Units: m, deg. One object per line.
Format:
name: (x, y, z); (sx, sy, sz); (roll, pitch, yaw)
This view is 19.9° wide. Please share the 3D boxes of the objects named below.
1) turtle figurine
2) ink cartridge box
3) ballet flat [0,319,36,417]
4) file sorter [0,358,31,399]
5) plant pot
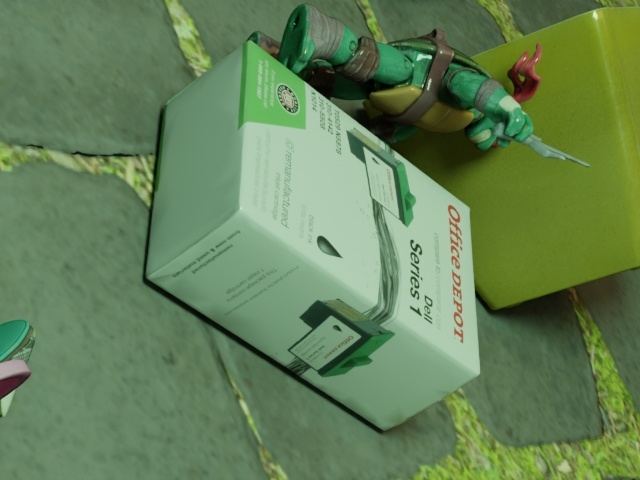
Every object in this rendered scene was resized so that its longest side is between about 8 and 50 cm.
turtle figurine: (0.063, -0.091, 1.282); (0.234, 0.175, 0.118); (20, 54, -23)
ink cartridge box: (0.000, 0.000, 1.187); (0.219, 0.092, 0.160); (34, 38, -31)
ballet flat: (-0.179, 0.080, 0.928); (0.041, 0.041, 0.114); (53, 31, -5)
file sorter: (-0.278, -0.015, 0.716); (0.202, 0.182, 0.291); (-19, 77, -53)
plant pot: (0.194, -0.059, 1.421); (0.212, 0.212, 0.187); (-12, 83, -57)
